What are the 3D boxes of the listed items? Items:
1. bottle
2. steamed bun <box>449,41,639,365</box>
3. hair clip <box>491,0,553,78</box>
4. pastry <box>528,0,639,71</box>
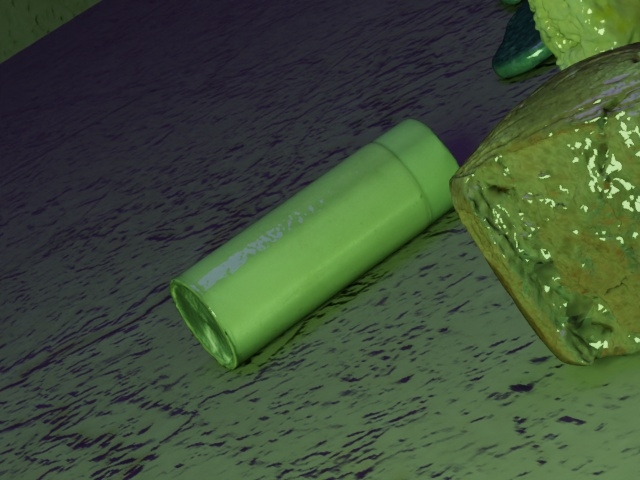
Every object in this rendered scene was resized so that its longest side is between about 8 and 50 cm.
[{"bbox_3d":[0.000,0.000,1.253,0.201,0.072,0.072,-36,18,-20],"label":"bottle"},{"bbox_3d":[0.160,-0.021,0.938,0.175,0.145,0.106,-28,18,21],"label":"steamed bun"},{"bbox_3d":[0.244,-0.348,1.584,0.392,0.238,0.318,-29,15,1],"label":"hair clip"},{"bbox_3d":[0.255,-0.185,1.291,0.258,0.121,0.089,-36,23,-22],"label":"pastry"}]
